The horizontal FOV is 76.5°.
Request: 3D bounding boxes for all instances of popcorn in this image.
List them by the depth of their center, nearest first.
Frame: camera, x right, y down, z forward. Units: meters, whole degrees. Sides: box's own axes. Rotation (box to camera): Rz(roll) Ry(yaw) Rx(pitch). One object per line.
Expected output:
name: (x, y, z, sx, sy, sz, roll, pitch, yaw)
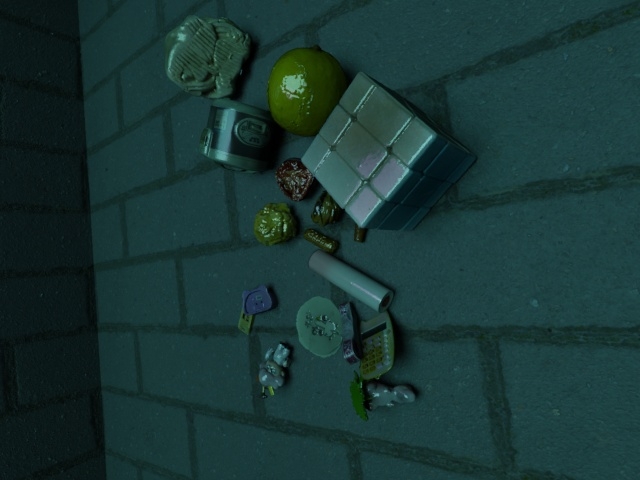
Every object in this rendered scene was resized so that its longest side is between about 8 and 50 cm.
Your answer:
popcorn: (-0.181, -0.063, 1.611, 0.180, 0.170, 0.179, 8, 127, 11)

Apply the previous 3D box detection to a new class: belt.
belt: (0.103, 0.317, 1.397, 0.053, 0.071, 0.232, -34, 36, 25)

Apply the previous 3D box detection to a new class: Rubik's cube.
Rubik's cube: (0.199, -0.243, 1.206, 0.316, 0.322, 0.318, -51, 61, 25)

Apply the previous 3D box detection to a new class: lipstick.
lipstick: (0.100, 0.137, 1.431, 0.327, 0.087, 0.087, 30, 108, 34)

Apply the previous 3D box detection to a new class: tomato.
tomato: (-0.083, -0.246, 1.573, 0.174, 0.082, 0.166, 45, 120, 24)

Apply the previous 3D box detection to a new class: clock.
clock: (-0.259, 0.253, 1.720, 0.153, 0.050, 0.109, -20, 75, 26)

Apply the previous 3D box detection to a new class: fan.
fan: (0.062, 0.346, 1.510, 0.415, 0.012, 0.232, 12, 98, 37)

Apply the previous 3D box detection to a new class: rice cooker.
rice cooker: (-0.329, -0.412, 1.637, 0.289, 0.288, 0.276, 23, 103, 35)

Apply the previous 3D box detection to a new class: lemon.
lemon: (-0.048, -0.515, 1.420, 0.297, 0.297, 0.296, 0, 91, 38)

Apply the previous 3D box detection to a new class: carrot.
carrot: (0.145, -0.073, 1.419, 0.055, 0.055, 0.161, 18, 103, 36)

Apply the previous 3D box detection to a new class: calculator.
calculator: (0.185, 0.347, 1.333, 0.157, 0.033, 0.236, -35, 32, 32)

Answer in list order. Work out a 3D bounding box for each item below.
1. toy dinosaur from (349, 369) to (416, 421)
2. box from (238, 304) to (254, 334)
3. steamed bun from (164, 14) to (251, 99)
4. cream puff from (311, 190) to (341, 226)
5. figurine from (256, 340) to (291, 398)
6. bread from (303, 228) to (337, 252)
toy dinosaur: (0.196, 0.489, 1.340, 0.194, 0.177, 0.152, 163, 96, -66)
box: (-0.325, 0.337, 1.804, 0.073, 0.020, 0.148, 24, 105, 34)
steamed bun: (-0.490, -0.797, 1.772, 0.237, 0.394, 0.346, 46, 160, 54)
cream puff: (0.024, -0.112, 1.476, 0.104, 0.119, 0.133, 24, 67, 6)
figurine: (-0.188, 0.523, 1.650, 0.137, 0.112, 0.228, 27, 93, 26)
bread: (0.000, 0.000, 1.535, 0.157, 0.044, 0.052, 28, 101, 34)
